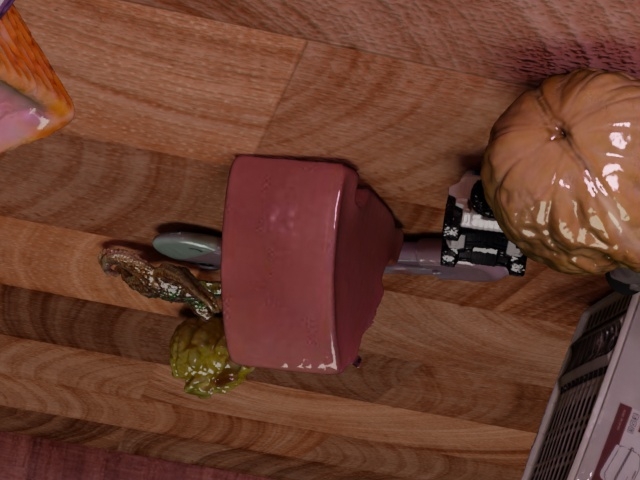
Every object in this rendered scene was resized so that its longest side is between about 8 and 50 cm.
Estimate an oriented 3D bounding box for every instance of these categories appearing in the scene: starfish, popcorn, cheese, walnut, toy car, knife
[{"bbox_3d":[-0.171,0.044,1.917,0.150,0.053,0.209,42,160,-32],"label":"starfish"},{"bbox_3d":[-0.139,0.150,2.172,0.116,0.106,0.121,16,165,10],"label":"popcorn"},{"bbox_3d":[-0.009,-0.005,1.576,0.128,0.203,0.177,7,133,21],"label":"cheese"},{"bbox_3d":[0.204,-0.044,1.245,0.155,0.155,0.184,0,163,30],"label":"walnut"},{"bbox_3d":[0.149,-0.019,1.492,0.080,0.070,0.171,8,166,5],"label":"toy car"},{"bbox_3d":[0.009,0.021,1.765,0.398,0.038,0.132,0,166,27],"label":"knife"}]

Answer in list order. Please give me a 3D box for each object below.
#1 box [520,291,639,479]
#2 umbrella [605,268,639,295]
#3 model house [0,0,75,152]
[{"bbox_3d":[0.331,0.192,1.743,0.166,0.290,0.220,25,163,-6],"label":"box"},{"bbox_3d":[0.305,-0.011,1.436,0.067,0.073,0.337,29,164,2],"label":"umbrella"},{"bbox_3d":[-0.256,-0.179,1.005,0.237,0.202,0.237,-6,142,-48],"label":"model house"}]
